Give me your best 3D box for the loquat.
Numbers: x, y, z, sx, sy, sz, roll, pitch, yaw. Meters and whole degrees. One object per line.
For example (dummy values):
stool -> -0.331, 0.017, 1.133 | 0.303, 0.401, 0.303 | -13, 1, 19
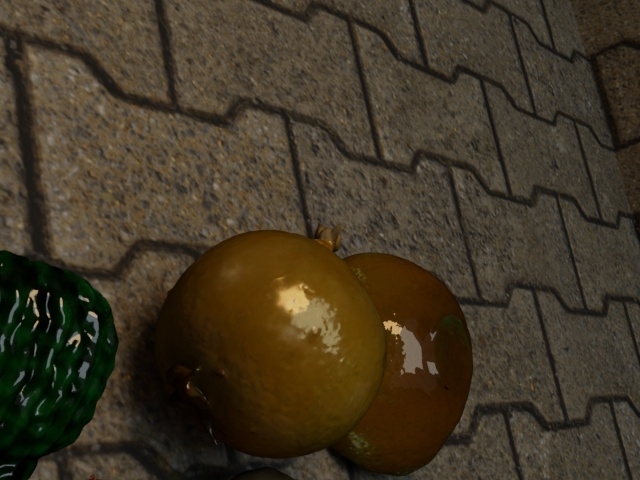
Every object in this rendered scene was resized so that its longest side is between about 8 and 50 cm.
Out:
loquat -> -0.067, 0.121, 1.133 | 0.275, 0.275, 0.275 | 29, 51, -42

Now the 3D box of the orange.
orange -> 0.109, 0.175, 1.432 | 0.262, 0.196, 0.335 | 23, 67, -30

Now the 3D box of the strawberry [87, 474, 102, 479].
strawberry -> -0.192, 0.305, 1.008 | 0.208, 0.167, 0.087 | 27, 91, -37

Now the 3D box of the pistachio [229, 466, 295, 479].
pistachio -> -0.086, 0.344, 1.122 | 0.185, 0.126, 0.108 | -50, 144, -42

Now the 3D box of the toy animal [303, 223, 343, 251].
toy animal -> 0.000, 0.000, 1.473 | 0.081, 0.060, 0.083 | 47, 49, -29

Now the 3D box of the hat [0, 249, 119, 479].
hat -> -0.340, 0.165, 0.828 | 0.274, 0.242, 0.332 | 17, 77, -7
